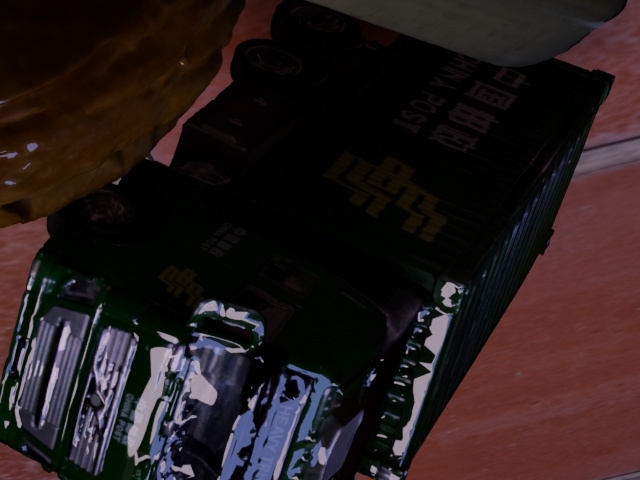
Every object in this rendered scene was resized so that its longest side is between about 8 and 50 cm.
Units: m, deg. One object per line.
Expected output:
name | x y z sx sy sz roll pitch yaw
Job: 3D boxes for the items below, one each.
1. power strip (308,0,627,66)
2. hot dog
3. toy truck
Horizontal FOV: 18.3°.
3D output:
power strip | -0.025 -0.119 0.510 0.066 0.092 0.387 -26 155 36
hot dog | -0.132 -0.065 0.552 0.227 0.099 0.160 4 -162 -17
toy truck | 0.000 0.000 0.653 0.259 0.121 0.088 -48 159 -57
